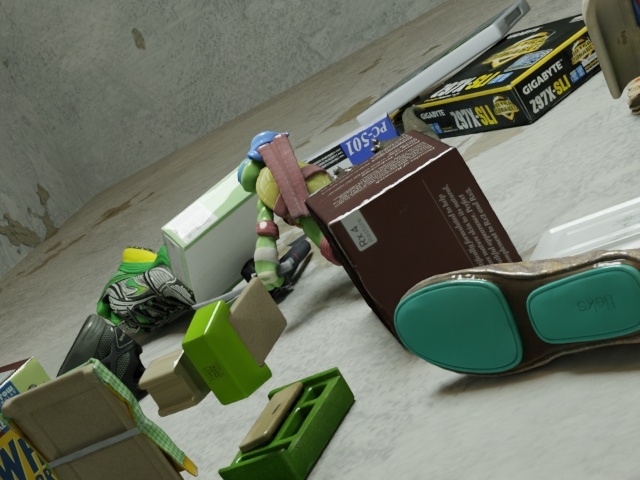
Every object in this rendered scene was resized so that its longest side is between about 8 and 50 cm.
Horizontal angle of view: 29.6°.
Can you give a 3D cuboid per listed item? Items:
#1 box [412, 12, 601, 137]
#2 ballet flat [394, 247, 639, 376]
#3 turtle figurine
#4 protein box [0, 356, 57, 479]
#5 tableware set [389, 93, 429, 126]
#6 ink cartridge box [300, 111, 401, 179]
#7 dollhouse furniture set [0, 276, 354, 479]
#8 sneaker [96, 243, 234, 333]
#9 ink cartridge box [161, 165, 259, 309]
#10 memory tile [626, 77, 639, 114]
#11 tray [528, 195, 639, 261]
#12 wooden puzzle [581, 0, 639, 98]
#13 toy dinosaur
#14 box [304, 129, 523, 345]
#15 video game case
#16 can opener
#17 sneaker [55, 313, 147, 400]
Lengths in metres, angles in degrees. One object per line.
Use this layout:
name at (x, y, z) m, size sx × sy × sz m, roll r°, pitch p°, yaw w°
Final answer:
box at (0.336, -0.280, 2.044) m, size 0.257 × 0.079 × 0.322 m, roll -39°, pitch 15°, yaw -19°
ballet flat at (0.208, 0.064, 1.117) m, size 0.106 × 0.108 × 0.316 m, roll -18°, pitch 6°, yaw -41°
turtle figurine at (0.000, 0.000, 1.665) m, size 0.266 × 0.275 × 0.197 m, roll 23°, pitch 18°, yaw 33°
protein box at (-0.379, 0.269, 1.440) m, size 0.201 × 0.200 × 0.136 m, roll -19°, pitch 19°, yaw 45°
tableware set at (0.163, -0.267, 2.493) m, size 0.104 × 0.024 × 0.154 m, roll -20°, pitch 19°, yaw 43°
ink cartridge box at (0.050, -0.129, 2.102) m, size 0.207 × 0.097 × 0.046 m, roll -30°, pitch 14°, yaw 12°
dollhouse furniture set at (-0.154, 0.172, 1.284) m, size 0.301 × 0.198 × 0.151 m, roll -23°, pitch 17°, yaw 31°
sneaker at (-0.261, 0.098, 2.004) m, size 0.343 × 0.134 × 0.146 m, roll -6°, pitch 50°, yaw 60°
ink cartridge box at (-0.145, 0.013, 1.814) m, size 0.171 × 0.056 × 0.235 m, roll -41°, pitch -25°, yaw -23°
memory tile at (0.471, -0.218, 1.655) m, size 0.113 × 0.012 × 0.148 m, roll -27°, pitch 15°, yaw 21°
tray at (0.316, -0.010, 1.235) m, size 0.270 × 0.030 × 0.145 m, roll -22°, pitch 18°, yaw 36°
wooden puzzle at (0.498, -0.294, 1.459) m, size 0.347 × 0.081 × 0.322 m, roll -28°, pitch -21°, yaw 12°
toy dinosaur at (0.127, -0.115, 1.916) m, size 0.160 × 0.121 × 0.313 m, roll -5°, pitch 23°, yaw 38°
box at (0.103, -0.009, 1.410) m, size 0.167 × 0.168 × 0.203 m, roll -32°, pitch 14°, yaw -2°
video game case at (0.245, -0.347, 2.367) m, size 0.329 × 0.036 × 0.300 m, roll -32°, pitch 7°, yaw 28°
can opener at (-0.055, 0.036, 1.849) m, size 0.059 × 0.073 × 0.186 m, roll -34°, pitch 2°, yaw 29°
sneaker at (-0.329, 0.225, 1.767) m, size 0.228 × 0.130 × 0.087 m, roll -57°, pitch 10°, yaw 20°
